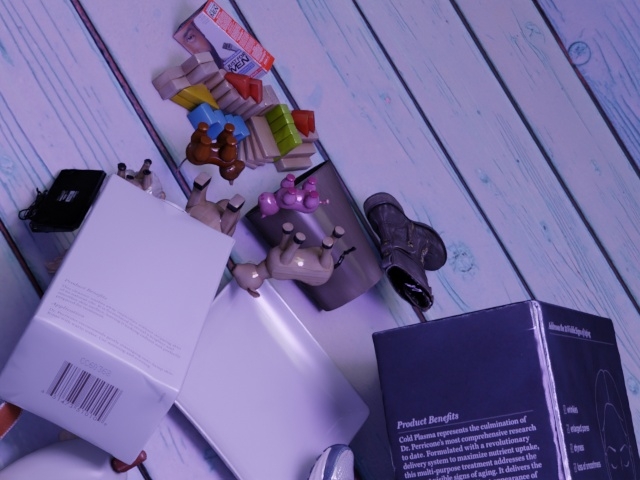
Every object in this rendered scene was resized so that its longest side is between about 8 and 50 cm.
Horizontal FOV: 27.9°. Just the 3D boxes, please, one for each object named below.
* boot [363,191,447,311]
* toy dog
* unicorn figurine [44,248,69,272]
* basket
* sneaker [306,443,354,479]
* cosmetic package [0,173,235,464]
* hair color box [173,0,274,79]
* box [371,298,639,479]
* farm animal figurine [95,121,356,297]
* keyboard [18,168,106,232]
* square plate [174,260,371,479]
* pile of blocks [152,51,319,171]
[{"bbox_3d":[0.172,0.048,2.437,0.263,0.091,0.229,38,25,-38],"label":"boot"},{"bbox_3d":[-0.360,0.310,1.680,0.334,0.161,0.220,-21,81,-52],"label":"toy dog"},{"bbox_3d":[-0.332,0.066,1.960,0.162,0.060,0.111,49,34,-7],"label":"unicorn figurine"},{"bbox_3d":[0.000,0.000,2.303,0.204,0.154,0.227,-38,98,-45],"label":"basket"},{"bbox_3d":[0.053,0.459,2.022,0.110,0.122,0.283,25,60,-54],"label":"sneaker"},{"bbox_3d":[-0.273,0.094,1.781,0.217,0.156,0.385,30,29,-8],"label":"cosmetic package"},{"bbox_3d":[-0.179,-0.357,2.394,0.167,0.093,0.053,42,40,-18],"label":"hair color box"},{"bbox_3d":[0.338,0.366,2.142,0.480,0.297,0.471,16,65,-63],"label":"box"},{"bbox_3d":[-0.159,-0.015,2.110,0.327,0.172,0.330,-26,63,-38],"label":"farm animal figurine"},{"bbox_3d":[-0.393,-0.054,1.969,0.192,0.100,0.038,-78,170,-61],"label":"keyboard"},{"bbox_3d":[-0.097,0.250,2.100,0.344,0.049,0.347,52,38,-8],"label":"square plate"},{"bbox_3d":[-0.127,-0.231,2.348,0.362,0.113,0.149,22,50,-37],"label":"pile of blocks"}]
